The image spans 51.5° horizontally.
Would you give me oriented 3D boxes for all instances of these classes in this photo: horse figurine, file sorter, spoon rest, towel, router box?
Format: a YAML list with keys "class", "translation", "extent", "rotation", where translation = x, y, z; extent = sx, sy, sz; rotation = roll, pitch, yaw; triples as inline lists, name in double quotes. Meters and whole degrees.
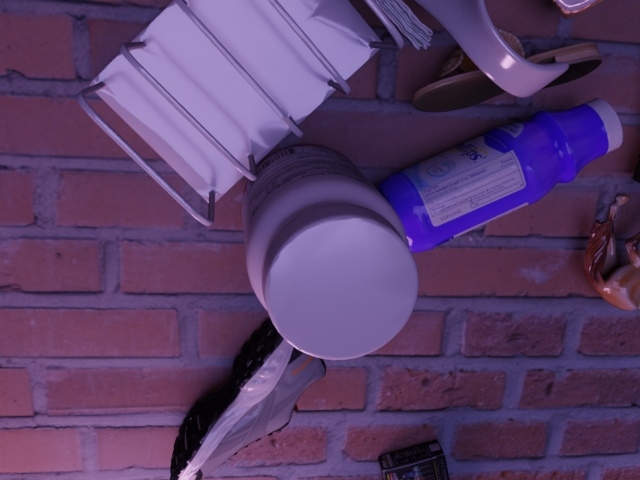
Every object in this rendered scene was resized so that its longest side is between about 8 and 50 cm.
- class: "horse figurine"
  translation: [0.448, 0.044, 0.892]
  extent: [0.263, 0.066, 0.174]
  rotation: [16, 99, -15]
- class: "file sorter"
  translation: [-0.083, -0.178, 0.685]
  extent: [0.277, 0.173, 0.193]
  rotation: [-42, 108, 7]
- class: "spoon rest"
  translation: [0.147, -0.272, 0.683]
  extent: [0.084, 0.137, 0.276]
  rotation: [-27, 83, -41]
- class: "towel"
  translation: [0.065, -0.255, 0.691]
  extent: [0.023, 0.152, 0.113]
  rotation: [-41, 110, 15]
- class: "router box"
  translation: [0.141, 0.359, 0.963]
  extent: [0.092, 0.038, 0.122]
  rotation: [-14, 109, -4]

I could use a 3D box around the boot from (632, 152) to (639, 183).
- class: "boot"
  translation: [0.570, -0.174, 0.802]
  extent: [0.348, 0.131, 0.260]
  rotation: [5, 107, -9]

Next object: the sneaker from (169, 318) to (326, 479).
- class: "sneaker"
  translation: [-0.099, 0.232, 0.858]
  extent: [0.108, 0.100, 0.271]
  rotation: [38, 99, -23]

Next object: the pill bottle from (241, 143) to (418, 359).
- class: "pill bottle"
  translation: [0.000, 0.000, 0.696]
  extent: [0.160, 0.283, 0.160]
  rotation: [-2, 109, -7]

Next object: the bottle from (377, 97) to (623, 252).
- class: "bottle"
  translation: [0.211, -0.082, 0.787]
  extent: [0.282, 0.118, 0.092]
  rotation: [-24, 109, 1]

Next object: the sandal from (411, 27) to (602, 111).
- class: "sandal"
  translation: [0.207, -0.215, 0.780]
  extent: [0.240, 0.088, 0.079]
  rotation: [-13, 78, -11]

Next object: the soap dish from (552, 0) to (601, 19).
- class: "soap dish"
  translation: [0.308, -0.385, 0.635]
  extent: [0.229, 0.291, 0.118]
  rotation: [47, 52, -18]
